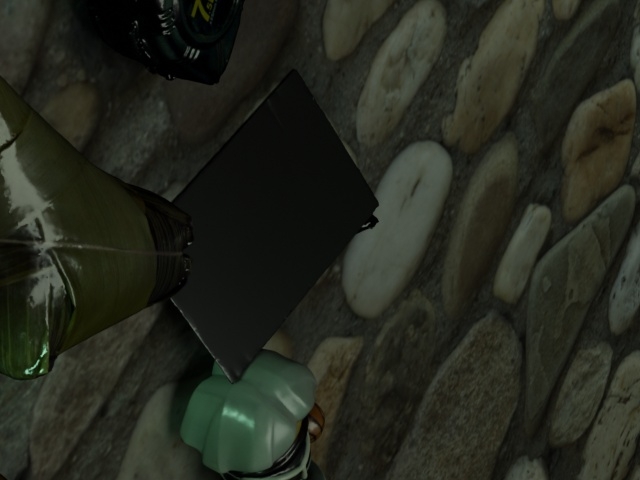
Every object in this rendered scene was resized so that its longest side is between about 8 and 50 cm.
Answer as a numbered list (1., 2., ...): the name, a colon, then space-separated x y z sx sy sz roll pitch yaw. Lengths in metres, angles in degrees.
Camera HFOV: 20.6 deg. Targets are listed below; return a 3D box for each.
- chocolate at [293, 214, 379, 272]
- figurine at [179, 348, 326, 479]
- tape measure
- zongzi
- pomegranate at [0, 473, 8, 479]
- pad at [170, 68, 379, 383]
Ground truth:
1. chocolate: -0.003 -0.001 2.015 0.147 0.072 0.070 -23 133 -45
2. figurine: -0.061 0.217 1.975 0.176 0.133 0.236 -62 151 -33
3. tape measure: -0.139 -0.253 1.632 0.186 0.112 0.199 27 77 -66
4. zongzi: -0.229 -0.067 1.560 0.289 0.154 0.318 -31 125 -57
5. pomegranate: -0.354 0.296 1.442 0.264 0.264 0.264 -33 132 -46
6. pad: -0.061 -0.018 1.906 0.300 0.005 0.202 -51 122 -31
